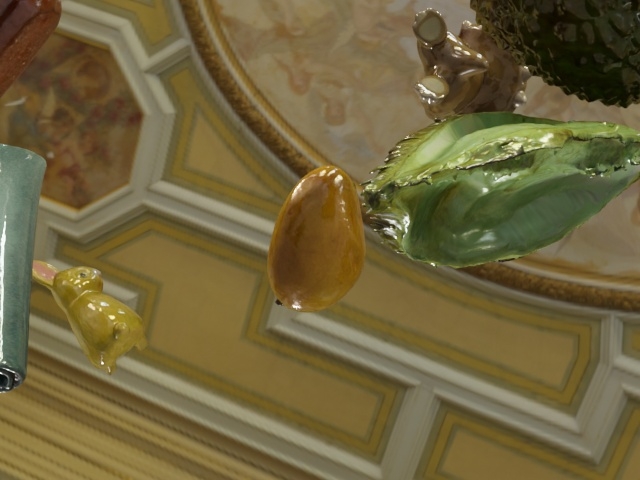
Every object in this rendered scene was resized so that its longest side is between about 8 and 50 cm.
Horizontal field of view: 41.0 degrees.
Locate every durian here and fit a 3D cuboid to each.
[{"bbox_3d":[0.181,-0.045,0.819,0.198,0.394,0.163,9,-80,46],"label":"durian"}]

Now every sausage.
[{"bbox_3d":[-0.416,-0.174,0.959,0.102,0.102,0.330,34,-94,7],"label":"sausage"}]

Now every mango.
[{"bbox_3d":[0.000,0.000,1.272,0.147,0.109,0.227,11,-75,-13],"label":"mango"}]

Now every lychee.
[{"bbox_3d":[0.266,-0.283,0.847,0.270,0.270,0.320,-5,-68,19],"label":"lychee"}]

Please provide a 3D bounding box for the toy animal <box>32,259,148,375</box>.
[{"bbox_3d":[-0.260,0.065,0.938,0.159,0.070,0.083,42,-27,20],"label":"toy animal"}]

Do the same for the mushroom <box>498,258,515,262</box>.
[{"bbox_3d":[0.333,-0.051,1.282,0.209,0.072,0.094,-28,-75,-10],"label":"mushroom"}]

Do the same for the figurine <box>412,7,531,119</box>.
[{"bbox_3d":[0.242,-0.263,1.333,0.173,0.247,0.177,-2,-102,12],"label":"figurine"}]

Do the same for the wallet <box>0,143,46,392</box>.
[{"bbox_3d":[-0.375,0.037,0.703,0.290,0.251,0.054,-11,-40,-2],"label":"wallet"}]
